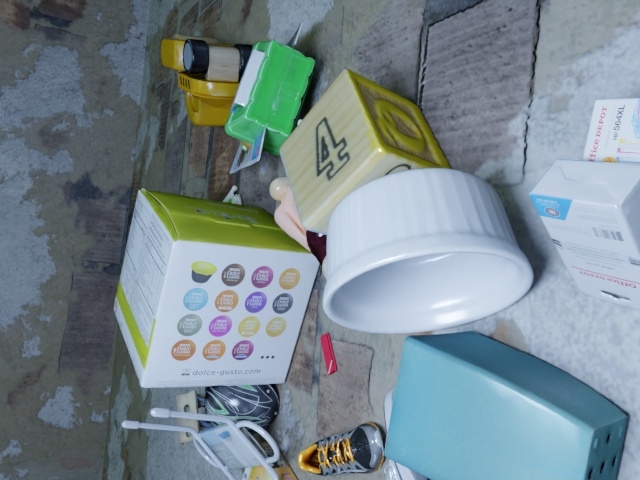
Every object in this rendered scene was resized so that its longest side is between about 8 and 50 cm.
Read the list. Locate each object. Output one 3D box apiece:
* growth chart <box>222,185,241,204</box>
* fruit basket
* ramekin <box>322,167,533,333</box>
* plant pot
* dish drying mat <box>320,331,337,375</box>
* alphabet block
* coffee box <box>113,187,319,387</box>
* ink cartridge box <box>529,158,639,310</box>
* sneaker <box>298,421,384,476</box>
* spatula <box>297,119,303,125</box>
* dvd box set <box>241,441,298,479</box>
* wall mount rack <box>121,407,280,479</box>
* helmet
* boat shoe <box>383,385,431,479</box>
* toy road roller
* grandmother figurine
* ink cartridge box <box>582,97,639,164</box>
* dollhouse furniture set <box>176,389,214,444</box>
[{"bbox_3d":[-0.259,-0.039,1.570,0.172,0.021,0.237,-51,45,41],"label":"growth chart"},{"bbox_3d":[-0.150,-0.333,1.308,0.353,0.165,0.327,10,80,66],"label":"fruit basket"},{"bbox_3d":[0.137,0.021,0.747,0.277,0.277,0.135,-40,45,46],"label":"ramekin"},{"bbox_3d":[0.231,0.230,0.667,0.234,0.165,0.166,15,97,48],"label":"plant pot"},{"bbox_3d":[0.016,0.236,1.120,0.032,0.008,0.083,-45,50,45],"label":"dish drying mat"},{"bbox_3d":[0.073,-0.131,0.913,0.197,0.192,0.194,-43,52,33],"label":"alphabet block"},{"bbox_3d":[-0.255,0.103,1.252,0.338,0.337,0.335,38,115,53],"label":"coffee box"},{"bbox_3d":[0.322,-0.004,0.599,0.060,0.180,0.104,-49,32,-14],"label":"ink cartridge box"},{"bbox_3d":[0.038,0.396,0.994,0.215,0.083,0.084,-43,49,43],"label":"sneaker"},{"bbox_3d":[0.023,-0.167,1.120,0.242,0.019,0.168,20,106,40],"label":"spatula"},{"bbox_3d":[-0.073,0.686,1.130,0.420,0.062,0.308,38,115,52],"label":"dvd box set"},{"bbox_3d":[-0.255,0.450,1.163,0.304,0.130,0.350,50,137,-5],"label":"wall mount rack"},{"bbox_3d":[-0.189,0.381,1.273,0.161,0.169,0.170,-126,51,-62],"label":"helmet"},{"bbox_3d":[0.144,0.367,0.837,0.088,0.096,0.268,-38,62,42],"label":"boat shoe"},{"bbox_3d":[-0.343,-0.480,1.615,0.329,0.202,0.241,37,126,51],"label":"toy road roller"},{"bbox_3d":[0.000,0.000,1.046,0.104,0.208,0.342,-35,36,-3],"label":"grandmother figurine"},{"bbox_3d":[0.361,-0.100,0.582,0.143,0.089,0.092,18,100,55],"label":"ink cartridge box"},{"bbox_3d":[-0.272,0.465,1.446,0.183,0.129,0.129,-21,64,21],"label":"dollhouse furniture set"}]
